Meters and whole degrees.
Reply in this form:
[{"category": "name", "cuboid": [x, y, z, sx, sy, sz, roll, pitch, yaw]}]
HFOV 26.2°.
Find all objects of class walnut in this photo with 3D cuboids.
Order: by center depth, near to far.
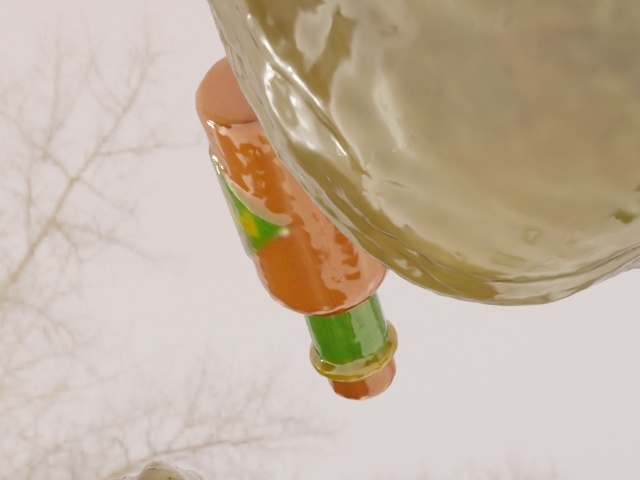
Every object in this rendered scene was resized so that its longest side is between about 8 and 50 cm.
[{"category": "walnut", "cuboid": [0.064, -0.118, 0.435, 0.227, 0.283, 0.283, -29, -31, -9]}]

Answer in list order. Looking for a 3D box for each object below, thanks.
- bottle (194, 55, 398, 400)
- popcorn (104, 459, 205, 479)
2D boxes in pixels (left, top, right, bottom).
[{"category": "bottle", "cuboid": [0.000, 0.000, 0.628, 0.069, 0.069, 0.187, -16, -53, 4]}, {"category": "popcorn", "cuboid": [-0.068, 0.247, 0.661, 0.274, 0.279, 0.335, 13, -30, -36]}]
